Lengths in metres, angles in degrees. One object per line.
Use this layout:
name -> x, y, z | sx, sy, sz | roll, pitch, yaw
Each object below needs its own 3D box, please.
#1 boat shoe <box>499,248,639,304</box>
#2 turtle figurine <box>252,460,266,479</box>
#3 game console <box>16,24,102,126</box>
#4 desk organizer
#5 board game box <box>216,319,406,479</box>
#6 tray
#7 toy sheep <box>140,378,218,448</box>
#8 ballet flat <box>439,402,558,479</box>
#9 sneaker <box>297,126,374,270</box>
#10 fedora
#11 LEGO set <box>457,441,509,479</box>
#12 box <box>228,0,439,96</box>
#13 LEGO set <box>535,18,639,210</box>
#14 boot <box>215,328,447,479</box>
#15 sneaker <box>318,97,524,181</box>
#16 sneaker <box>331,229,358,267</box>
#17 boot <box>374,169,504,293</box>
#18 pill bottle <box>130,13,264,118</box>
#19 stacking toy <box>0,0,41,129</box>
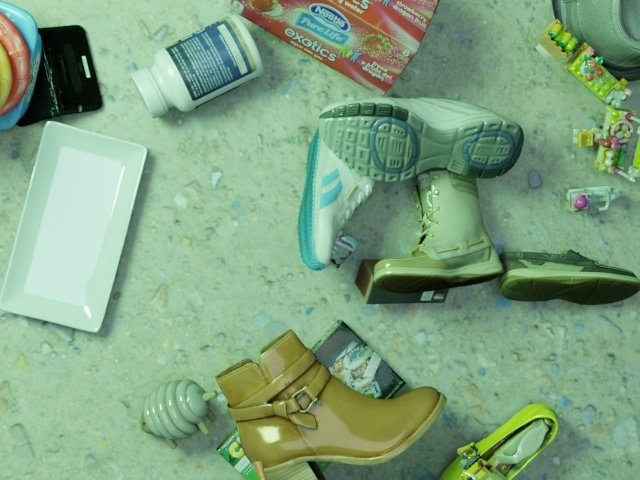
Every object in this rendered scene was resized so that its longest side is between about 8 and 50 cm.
boat shoe -> 0.367, 0.047, 1.526 | 0.223, 0.080, 0.073 | 2, 57, -14
turtle figurine -> -0.102, 0.423, 1.426 | 0.217, 0.087, 0.270 | -16, 109, 17
game console -> -0.377, -0.230, 1.442 | 0.107, 0.071, 0.122 | -16, 94, -38
desk organizer -> 0.120, 0.058, 1.500 | 0.130, 0.050, 0.047 | 0, 124, -24
board game box -> -0.013, 0.253, 1.495 | 0.260, 0.030, 0.136 | -45, 99, -6
tray -> -0.343, -0.019, 1.440 | 0.145, 0.030, 0.270 | 15, 88, -9
toy sheep -> -0.195, 0.235, 1.436 | 0.132, 0.091, 0.091 | -27, 95, 17
ballet flat -> 0.259, 0.324, 1.511 | 0.231, 0.077, 0.077 | -40, 97, -6
sneaker -> 0.024, -0.063, 1.437 | 0.092, 0.087, 0.229 | 15, 65, -11
fedora -> 0.469, -0.373, 1.512 | 0.243, 0.124, 0.276 | 17, 88, -9
LEGO set -> 0.126, 0.402, 1.413 | 0.255, 0.331, 0.192 | -39, 56, -19
box -> 0.021, -0.333, 1.426 | 0.256, 0.122, 0.128 | 29, 59, -7
LEGO set -> 0.404, -0.181, 1.477 | 0.132, 0.107, 0.287 | -15, 108, -1
boot -> 0.013, 0.216, 1.441 | 0.283, 0.109, 0.220 | -29, 92, 1
sneaker -> 0.132, -0.151, 1.454 | 0.297, 0.129, 0.111 | 5, 117, -20
sneaker -> 0.000, 0.000, 1.488 | 0.098, 0.038, 0.069 | 41, 84, -6
boot -> 0.152, -0.015, 1.458 | 0.213, 0.077, 0.165 | -4, 74, -31
pill bottle -> -0.172, -0.236, 1.431 | 0.169, 0.094, 0.094 | -28, 95, -8
stacking toy -> -0.473, -0.201, 1.270 | 0.165, 0.302, 0.175 | 18, 110, -2
